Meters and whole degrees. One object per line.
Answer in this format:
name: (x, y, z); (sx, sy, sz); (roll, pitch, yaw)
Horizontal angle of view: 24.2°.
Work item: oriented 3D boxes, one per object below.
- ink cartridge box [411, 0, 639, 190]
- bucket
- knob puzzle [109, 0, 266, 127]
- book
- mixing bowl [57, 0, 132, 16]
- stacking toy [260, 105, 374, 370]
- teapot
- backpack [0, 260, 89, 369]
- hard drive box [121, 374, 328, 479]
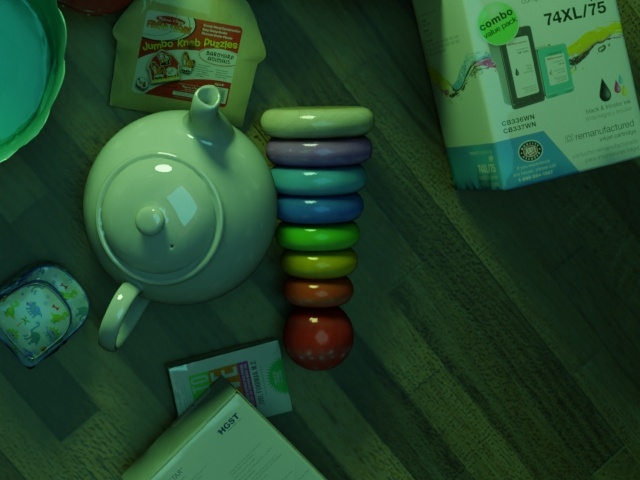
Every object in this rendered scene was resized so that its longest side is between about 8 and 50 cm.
ink cartridge box: (0.256, -0.214, 1.865); (0.198, 0.197, 0.270); (-15, 95, -12)
bucket: (-0.428, -0.214, 1.727); (0.281, 0.183, 0.281); (0, 92, -12)
knob puzzle: (-0.162, -0.248, 1.844); (0.213, 0.030, 0.213); (-4, 111, -10)
book: (-0.115, 0.186, 1.891); (0.144, 0.035, 0.096); (-14, 99, -13)
mixing bowl: (-0.278, -0.328, 1.774); (0.181, 0.181, 0.098); (20, 110, -12)
stacking toy: (0.000, 0.000, 1.859); (0.141, 0.141, 0.330); (-3, 97, -12)
teapot: (-0.178, -0.028, 1.756); (0.252, 0.187, 0.256); (-19, 96, 13)
backpack: (-0.339, 0.085, 1.809); (0.114, 0.084, 0.105); (-41, 102, -10)
hard drive box: (-0.099, 0.314, 1.852); (0.181, 0.089, 0.232); (-44, 108, -5)
